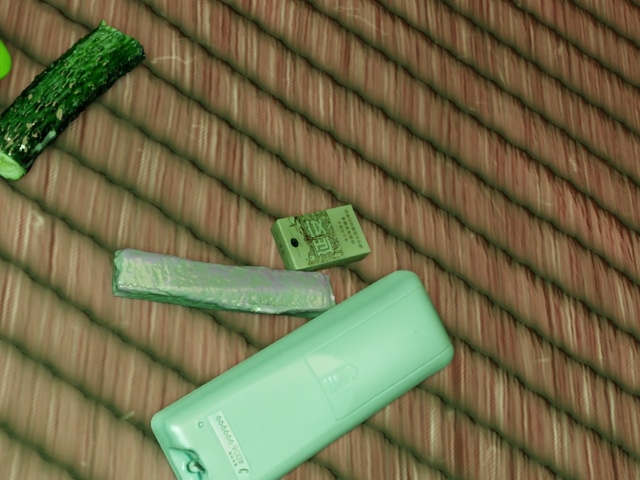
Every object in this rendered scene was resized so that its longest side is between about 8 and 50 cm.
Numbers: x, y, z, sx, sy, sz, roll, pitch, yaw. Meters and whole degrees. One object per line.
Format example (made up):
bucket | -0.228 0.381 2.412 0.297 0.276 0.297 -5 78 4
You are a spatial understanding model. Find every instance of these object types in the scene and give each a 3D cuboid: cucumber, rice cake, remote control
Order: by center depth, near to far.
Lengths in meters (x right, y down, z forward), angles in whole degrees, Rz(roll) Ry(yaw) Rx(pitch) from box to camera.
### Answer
remote control | -0.002 0.127 0.995 0.293 0.051 0.103 -29 94 -29
rice cake | -0.084 0.040 1.020 0.207 0.036 0.047 9 75 -20
cucumber | -0.235 -0.129 1.031 0.058 0.058 0.187 38 55 -1

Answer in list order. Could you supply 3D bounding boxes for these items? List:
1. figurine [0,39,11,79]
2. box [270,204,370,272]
figurine | -0.391 -0.184 0.950 0.263 0.143 0.162 34 50 9
box | 0.000 0.000 1.085 0.083 0.024 0.053 -13 70 -30
